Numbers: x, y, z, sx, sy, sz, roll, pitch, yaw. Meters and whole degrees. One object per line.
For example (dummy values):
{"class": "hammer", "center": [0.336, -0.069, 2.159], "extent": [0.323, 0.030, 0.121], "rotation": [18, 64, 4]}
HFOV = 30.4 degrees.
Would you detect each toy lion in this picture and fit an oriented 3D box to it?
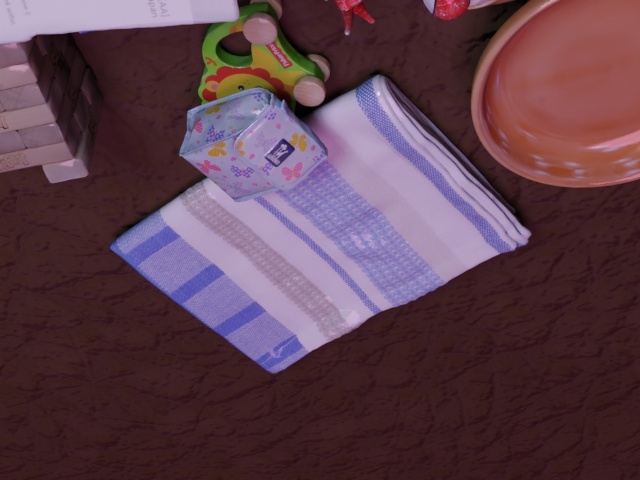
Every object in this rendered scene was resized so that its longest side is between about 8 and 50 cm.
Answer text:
{"class": "toy lion", "center": [-0.049, -0.118, 0.841], "extent": [0.096, 0.034, 0.100], "rotation": [-18, 132, 27]}

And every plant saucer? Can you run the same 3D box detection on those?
{"class": "plant saucer", "center": [0.203, -0.116, 0.826], "extent": [0.200, 0.037, 0.200], "rotation": [-3, 140, -2]}

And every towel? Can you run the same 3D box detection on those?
{"class": "towel", "center": [0.000, 0.000, 0.955], "extent": [0.285, 0.034, 0.209], "rotation": [-29, 128, 26]}

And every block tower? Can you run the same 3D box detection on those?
{"class": "block tower", "center": [-0.241, -0.181, 0.733], "extent": [0.097, 0.091, 0.335], "rotation": [-10, 134, 11]}

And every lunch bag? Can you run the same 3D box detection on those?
{"class": "lunch bag", "center": [-0.047, -0.068, 0.839], "extent": [0.083, 0.053, 0.071], "rotation": [-15, 142, 29]}

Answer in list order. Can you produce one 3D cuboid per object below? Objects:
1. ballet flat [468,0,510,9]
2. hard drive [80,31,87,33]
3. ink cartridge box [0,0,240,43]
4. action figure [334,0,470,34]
{"class": "ballet flat", "center": [0.049, -0.180, 0.746], "extent": [0.232, 0.073, 0.080], "rotation": [8, 134, -9]}
{"class": "hard drive", "center": [-0.008, -0.249, 0.644], "extent": [0.318, 0.040, 0.210], "rotation": [-11, 115, 5]}
{"class": "ink cartridge box", "center": [-0.174, -0.230, 0.576], "extent": [0.238, 0.060, 0.275], "rotation": [-4, 127, 4]}
{"class": "action figure", "center": [0.004, -0.215, 0.566], "extent": [0.091, 0.139, 0.280], "rotation": [-29, 115, 14]}
